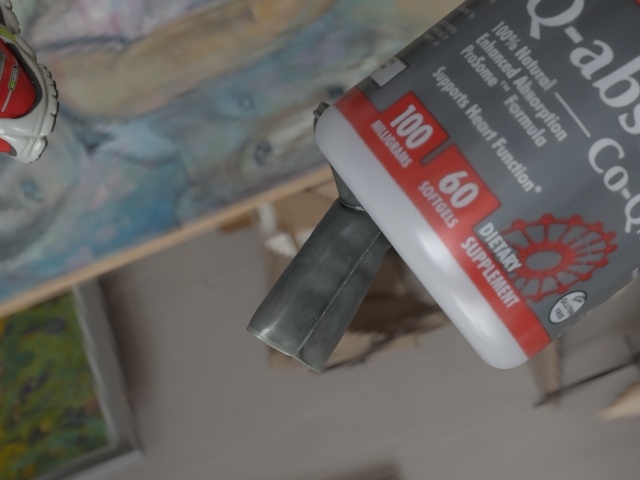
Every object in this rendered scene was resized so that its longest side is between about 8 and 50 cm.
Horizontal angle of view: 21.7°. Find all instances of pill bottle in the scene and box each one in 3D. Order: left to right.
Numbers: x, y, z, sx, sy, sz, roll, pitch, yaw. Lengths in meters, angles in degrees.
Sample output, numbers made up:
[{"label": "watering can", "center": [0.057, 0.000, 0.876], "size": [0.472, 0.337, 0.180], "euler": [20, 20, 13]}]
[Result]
[{"label": "pill bottle", "center": [0.195, -0.102, 1.072], "size": [0.210, 0.363, 0.210], "euler": [52, -178, -3]}]

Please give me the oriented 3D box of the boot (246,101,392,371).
[{"label": "boot", "center": [0.000, 0.001, 1.504], "size": [0.189, 0.208, 0.076], "euler": [40, -175, -38]}]

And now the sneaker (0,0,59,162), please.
[{"label": "sneaker", "center": [-0.337, -0.175, 1.524], "size": [0.118, 0.107, 0.279], "euler": [11, -156, -43]}]
